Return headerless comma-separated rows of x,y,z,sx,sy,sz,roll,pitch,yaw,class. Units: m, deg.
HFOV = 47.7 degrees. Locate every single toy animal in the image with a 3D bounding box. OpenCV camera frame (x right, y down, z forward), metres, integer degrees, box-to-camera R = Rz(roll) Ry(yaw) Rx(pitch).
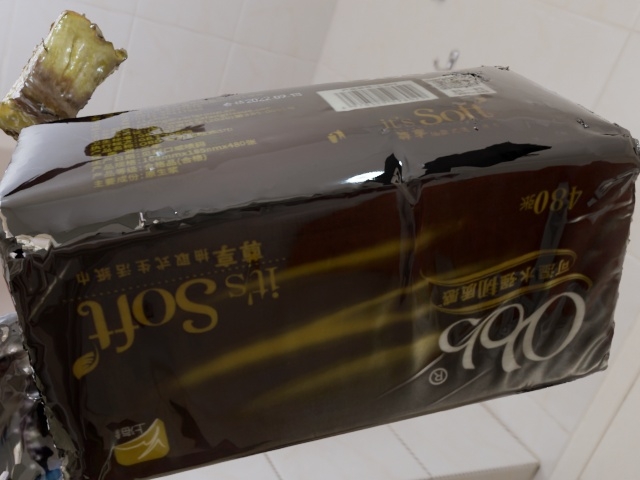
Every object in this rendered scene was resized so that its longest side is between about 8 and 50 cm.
-0.271,0.217,0.761,0.194,0.302,0.344,32,33,-82,toy animal

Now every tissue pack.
0.000,0.000,0.495,0.370,0.198,0.210,-10,24,-10,tissue pack

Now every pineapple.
-0.240,-0.133,0.652,0.069,0.137,0.116,35,18,-27,pineapple
